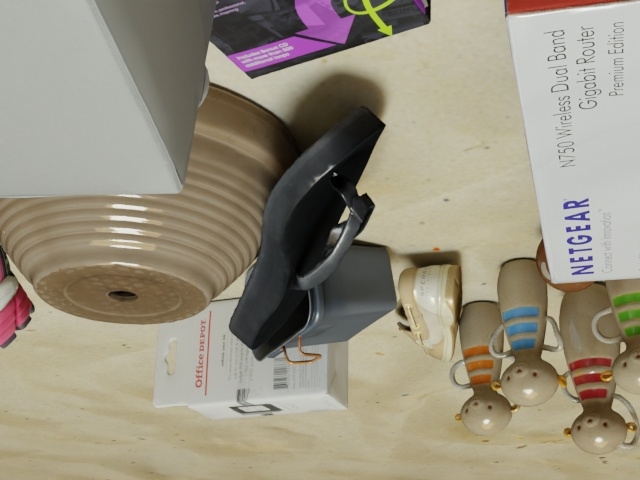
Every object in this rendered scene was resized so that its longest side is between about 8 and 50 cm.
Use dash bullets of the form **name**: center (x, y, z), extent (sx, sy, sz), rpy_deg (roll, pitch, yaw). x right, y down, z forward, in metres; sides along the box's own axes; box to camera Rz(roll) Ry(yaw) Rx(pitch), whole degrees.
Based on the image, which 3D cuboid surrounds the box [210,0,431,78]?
- **box**: center (-0.030, -0.143, 0.526), extent (0.116, 0.029, 0.162), rpy_deg (-12, 151, 28)

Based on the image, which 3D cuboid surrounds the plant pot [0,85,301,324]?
- **plant pot**: center (-0.131, -0.011, 0.738), extent (0.237, 0.110, 0.237), rpy_deg (0, 157, 0)

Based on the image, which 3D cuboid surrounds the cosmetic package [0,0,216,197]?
- **cosmetic package**: center (-0.117, -0.130, 0.397), extent (0.107, 0.127, 0.238), rpy_deg (0, 146, 8)

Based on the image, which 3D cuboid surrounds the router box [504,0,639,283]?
- **router box**: center (0.265, -0.081, 0.586), extent (0.301, 0.082, 0.335), rpy_deg (-5, 156, 14)

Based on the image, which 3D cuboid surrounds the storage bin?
- **storage bin**: center (0.002, 0.054, 0.911), extent (0.091, 0.098, 0.135), rpy_deg (0, 159, -24)

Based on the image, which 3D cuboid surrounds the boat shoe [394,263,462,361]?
- **boat shoe**: center (0.097, 0.063, 0.964), extent (0.059, 0.063, 0.170), rpy_deg (7, 155, 10)

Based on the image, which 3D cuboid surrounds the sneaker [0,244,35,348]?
- **sneaker**: center (-0.353, 0.009, 0.807), extent (0.299, 0.121, 0.112), rpy_deg (4, 127, 23)

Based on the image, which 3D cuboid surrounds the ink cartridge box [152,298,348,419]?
- **ink cartridge box**: center (-0.066, 0.112, 1.022), extent (0.180, 0.104, 0.060), rpy_deg (-8, 156, 21)

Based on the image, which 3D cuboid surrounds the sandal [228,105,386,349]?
- **sandal**: center (0.000, 0.000, 0.734), extent (0.054, 0.097, 0.254), rpy_deg (39, 147, 12)

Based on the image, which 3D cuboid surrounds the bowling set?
- **bowling set**: center (0.213, 0.090, 0.893), extent (0.286, 0.154, 0.200), rpy_deg (-12, 153, 28)
